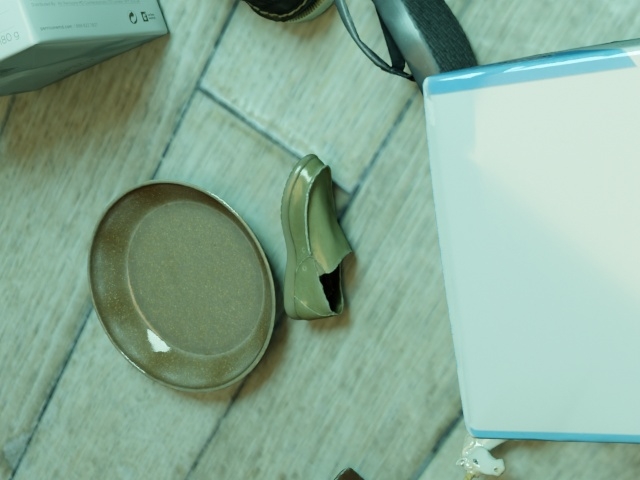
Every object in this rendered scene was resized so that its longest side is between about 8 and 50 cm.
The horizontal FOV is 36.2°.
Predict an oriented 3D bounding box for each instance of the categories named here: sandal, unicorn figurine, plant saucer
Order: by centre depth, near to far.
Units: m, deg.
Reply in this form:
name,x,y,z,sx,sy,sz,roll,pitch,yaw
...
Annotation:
name,x,y,z,sx,sy,sz,roll,pitch,yaw
sandal,0.038,-0.191,0.720,0.054,0.097,0.254,-35,76,28
unicorn figurine,0.158,0.126,0.768,0.111,0.060,0.161,-5,85,28
plant saucer,-0.121,0.039,0.887,0.199,0.036,0.198,7,106,25

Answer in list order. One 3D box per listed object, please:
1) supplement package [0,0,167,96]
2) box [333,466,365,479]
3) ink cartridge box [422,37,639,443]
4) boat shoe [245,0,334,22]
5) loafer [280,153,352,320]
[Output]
name,x,y,z,sx,sy,sz,roll,pitch,yaw
supplement package,-0.285,-0.277,0.803,0.178,0.175,0.293,-16,96,30
box,-0.023,0.411,0.883,0.191,0.143,0.381,38,118,12
ink cartridge box,0.207,-0.022,0.576,0.198,0.270,0.197,-4,100,27
boat shoe,-0.116,-0.310,0.746,0.127,0.113,0.340,-32,88,30
loafer,0.000,0.000,0.810,0.050,0.056,0.148,11,118,22
